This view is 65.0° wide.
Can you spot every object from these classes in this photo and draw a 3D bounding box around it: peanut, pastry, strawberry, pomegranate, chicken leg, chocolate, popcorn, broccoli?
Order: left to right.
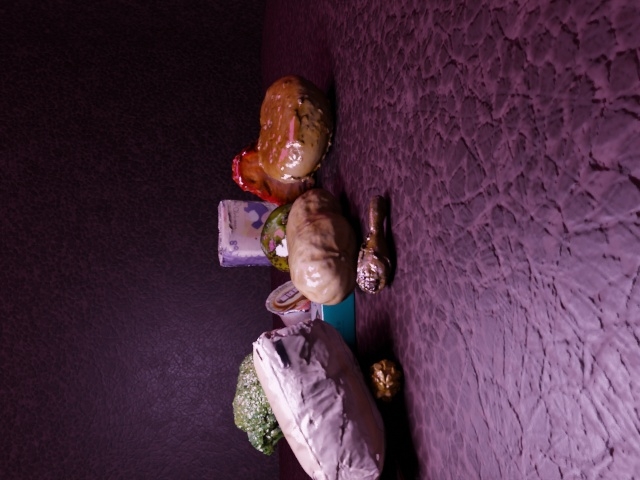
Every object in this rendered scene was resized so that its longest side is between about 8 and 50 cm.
[{"bbox_3d":[-0.167,-0.236,1.698,0.149,0.336,0.265,-1,95,47],"label":"strawberry"},{"bbox_3d":[-0.114,0.456,1.524,0.413,0.321,0.310,89,159,-67],"label":"broccoli"},{"bbox_3d":[-0.064,-0.323,1.503,0.284,0.184,0.316,0,87,57],"label":"pastry"},{"bbox_3d":[-0.060,0.015,1.572,0.277,0.222,0.204,58,172,-21],"label":"pomegranate"},{"bbox_3d":[-0.065,0.234,1.716,0.147,0.221,0.221,63,179,-23],"label":"chocolate"},{"bbox_3d":[0.000,0.000,1.274,0.387,0.169,0.192,-104,32,-51],"label":"peanut"},{"bbox_3d":[0.112,0.008,0.998,0.085,0.069,0.198,19,-104,-77],"label":"chicken leg"},{"bbox_3d":[0.123,0.270,0.965,0.082,0.057,0.083,174,92,-80],"label":"popcorn"}]

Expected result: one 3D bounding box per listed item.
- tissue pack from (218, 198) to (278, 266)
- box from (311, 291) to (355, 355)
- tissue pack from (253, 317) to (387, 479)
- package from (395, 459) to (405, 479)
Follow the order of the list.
[{"bbox_3d":[-0.204,-0.026,1.852,0.125,0.343,0.242,110,157,-56],"label":"tissue pack"},{"bbox_3d":[0.032,0.251,1.336,0.153,0.092,0.245,171,97,-79],"label":"box"},{"bbox_3d":[0.014,0.360,1.065,0.390,0.195,0.375,60,171,27],"label":"tissue pack"},{"bbox_3d":[0.146,0.538,0.947,0.154,0.030,0.239,-101,14,-49],"label":"package"}]
